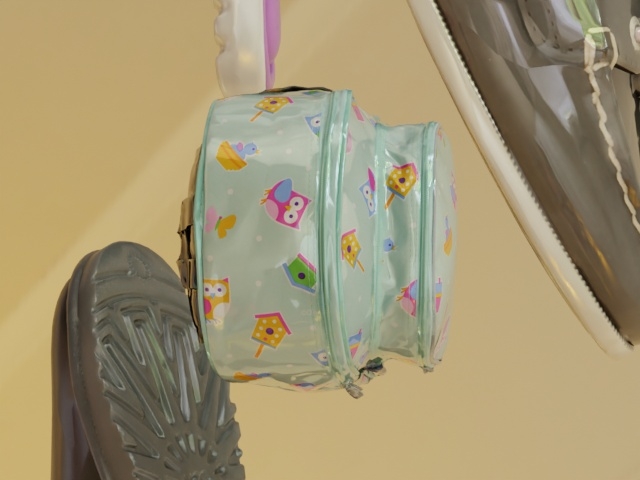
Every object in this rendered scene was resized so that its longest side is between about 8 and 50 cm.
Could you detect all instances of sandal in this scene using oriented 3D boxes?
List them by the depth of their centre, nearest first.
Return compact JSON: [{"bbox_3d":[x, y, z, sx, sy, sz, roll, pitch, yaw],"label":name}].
[{"bbox_3d":[-0.035,-0.313,1.316,0.169,0.102,0.416,-92,-177,-76],"label":"sandal"}]

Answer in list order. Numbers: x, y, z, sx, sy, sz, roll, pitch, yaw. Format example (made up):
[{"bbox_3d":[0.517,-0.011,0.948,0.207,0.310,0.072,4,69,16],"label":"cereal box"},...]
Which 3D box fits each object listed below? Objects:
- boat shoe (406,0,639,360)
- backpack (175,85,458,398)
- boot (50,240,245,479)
[{"bbox_3d":[0.067,-0.129,0.556,0.095,0.112,0.335,-24,-101,15],"label":"boat shoe"},{"bbox_3d":[0.000,0.000,0.873,0.144,0.188,0.166,1,-94,16],"label":"backpack"},{"bbox_3d":[-0.262,0.246,1.231,0.445,0.146,0.367,-25,-110,28],"label":"boot"}]
